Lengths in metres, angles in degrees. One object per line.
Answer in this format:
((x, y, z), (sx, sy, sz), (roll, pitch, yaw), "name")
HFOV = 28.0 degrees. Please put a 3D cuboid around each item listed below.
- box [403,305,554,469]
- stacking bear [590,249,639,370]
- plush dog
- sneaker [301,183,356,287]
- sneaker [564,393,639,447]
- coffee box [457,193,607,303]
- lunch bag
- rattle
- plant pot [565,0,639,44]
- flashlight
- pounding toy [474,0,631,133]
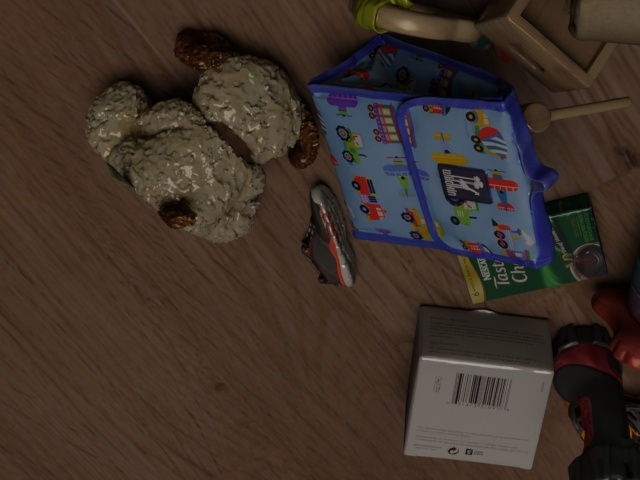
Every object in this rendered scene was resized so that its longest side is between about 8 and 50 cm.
((0.212, 0.200, 1.751), (0.181, 0.119, 0.182), (7, 124, 2), "box")
((0.474, 0.009, 1.581), (0.164, 0.175, 0.289), (14, 116, -9), "stacking bear")
((-0.125, -0.126, 1.553), (0.262, 0.210, 0.225), (40, 92, -21), "plush dog")
((0.000, 0.000, 1.681), (0.064, 0.061, 0.158), (-6, 122, 18), "sneaker")
((0.449, 0.259, 1.786), (0.214, 0.083, 0.084), (4, 122, 2), "sneaker")
((0.270, 0.013, 1.668), (0.184, 0.040, 0.113), (-12, 121, 14), "coffee box")
((0.153, -0.094, 1.467), (0.293, 0.138, 0.221), (18, 136, 45), "lunch bag")
((0.139, -0.289, 1.465), (0.199, 0.130, 0.143), (7, 91, -11), "rattle")
((0.398, -0.313, 1.264), (0.305, 0.334, 0.334), (-1, 123, 7), "plant pot")
((0.346, 0.233, 1.647), (0.103, 0.304, 0.103), (2, 124, 6), "flashlight")
((0.264, -0.207, 1.439), (0.181, 0.094, 0.206), (37, 80, -17), "pounding toy")
